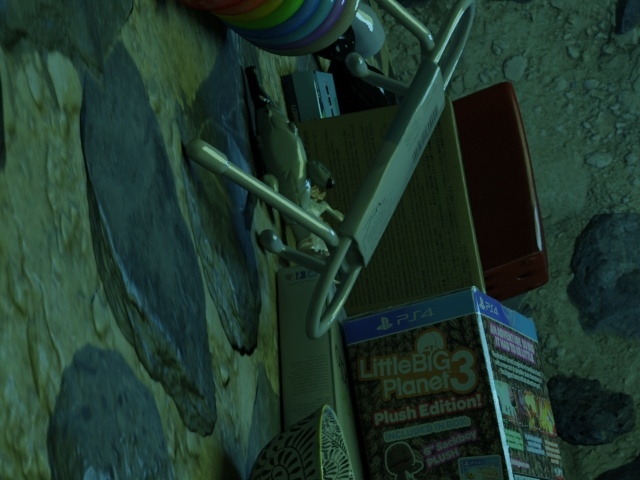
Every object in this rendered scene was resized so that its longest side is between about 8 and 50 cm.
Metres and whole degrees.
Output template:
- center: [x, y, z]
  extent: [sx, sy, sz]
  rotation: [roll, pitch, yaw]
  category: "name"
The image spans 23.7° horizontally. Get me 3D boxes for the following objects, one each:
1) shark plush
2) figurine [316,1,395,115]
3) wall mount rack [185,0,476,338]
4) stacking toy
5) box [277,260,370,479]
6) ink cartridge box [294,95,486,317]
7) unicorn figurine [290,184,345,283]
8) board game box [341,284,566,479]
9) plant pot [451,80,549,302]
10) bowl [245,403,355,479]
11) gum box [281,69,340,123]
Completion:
- center: [-0.053, -0.093, 1.528]
  extent: [0.161, 0.073, 0.067]
  rotation: [60, -12, -1]
  category: "shark plush"
- center: [0.034, -0.306, 2.211]
  extent: [0.209, 0.092, 0.215]
  rotation: [62, 18, -53]
  category: "figurine"
- center: [0.013, -0.101, 1.342]
  extent: [0.350, 0.130, 0.304]
  rotation: [-65, 167, -11]
  category: "wall mount rack"
- center: [-0.065, -0.235, 1.332]
  extent: [0.330, 0.141, 0.141]
  rotation: [-20, 99, -75]
  category: "stacking toy"
- center: [0.016, 0.214, 1.481]
  extent: [0.232, 0.058, 0.322]
  rotation: [70, 13, -48]
  category: "box"
- center: [0.073, -0.026, 1.701]
  extent: [0.088, 0.193, 0.234]
  rotation: [58, 23, -74]
  category: "ink cartridge box"
- center: [0.000, 0.000, 1.588]
  extent: [0.111, 0.060, 0.162]
  rotation: [24, 20, -51]
  category: "unicorn figurine"
- center: [0.150, 0.217, 1.540]
  extent: [0.232, 0.141, 0.291]
  rotation: [27, 50, -64]
  category: "board game box"
- center: [0.195, -0.032, 2.162]
  extent: [0.267, 0.267, 0.236]
  rotation: [55, 15, -71]
  category: "plant pot"
- center: [-0.018, 0.214, 1.157]
  extent: [0.170, 0.080, 0.170]
  rotation: [-10, 90, -81]
  category: "bowl"
- center: [0.000, -0.128, 1.868]
  extent: [0.184, 0.041, 0.157]
  rotation: [-28, 108, -81]
  category: "gum box"
